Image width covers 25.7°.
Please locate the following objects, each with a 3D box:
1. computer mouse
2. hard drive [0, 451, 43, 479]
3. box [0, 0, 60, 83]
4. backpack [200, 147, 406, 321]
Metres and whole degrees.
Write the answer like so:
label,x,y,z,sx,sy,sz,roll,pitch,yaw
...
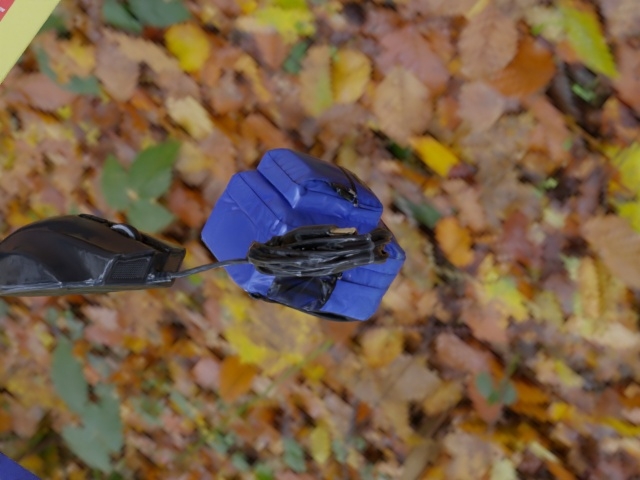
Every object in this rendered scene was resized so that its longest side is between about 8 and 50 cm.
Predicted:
label,x,y,z,sx,sy,sz,roll,pitch,yaw
computer mouse,-0.070,0.002,0.681,0.242,0.041,0.071,-5,175,32
hard drive,-0.213,0.220,0.553,0.210,0.319,0.040,19,143,45
box,-0.195,-0.168,0.854,0.058,0.232,0.087,23,-148,-37
backpack,0.000,0.000,0.956,0.120,0.101,0.098,21,-159,-35
